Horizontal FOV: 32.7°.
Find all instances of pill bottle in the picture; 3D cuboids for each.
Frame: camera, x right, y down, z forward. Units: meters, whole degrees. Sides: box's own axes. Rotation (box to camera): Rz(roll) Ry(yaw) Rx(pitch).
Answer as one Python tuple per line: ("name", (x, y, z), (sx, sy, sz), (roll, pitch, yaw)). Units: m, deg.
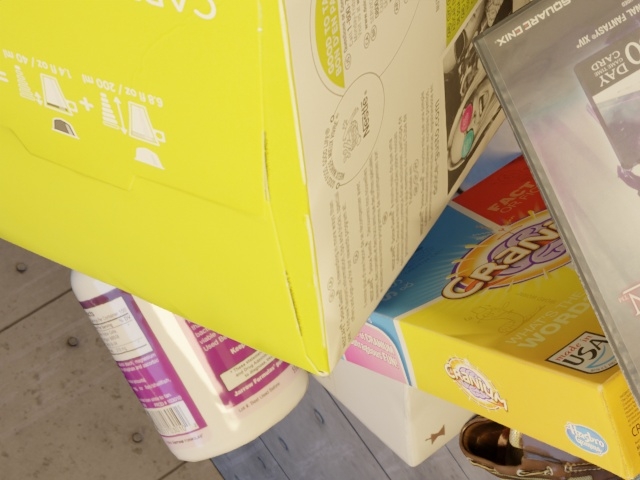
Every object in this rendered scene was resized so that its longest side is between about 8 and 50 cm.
("pill bottle", (-0.151, 0.061, 1.127), (0.301, 0.169, 0.169), (61, 157, -10))

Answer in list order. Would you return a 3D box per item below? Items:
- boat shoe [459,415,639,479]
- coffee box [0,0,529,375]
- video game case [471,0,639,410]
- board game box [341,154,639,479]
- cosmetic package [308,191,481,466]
("boat shoe", (0.216, 0.185, 1.002), (0.095, 0.095, 0.257), (23, 154, -18))
("coffee box", (-0.071, -0.179, 0.738), (0.338, 0.334, 0.338), (21, 143, 22))
("video game case", (0.212, -0.048, 0.565), (0.026, 0.196, 0.274), (26, -140, -54))
("board game box", (0.171, 0.028, 0.758), (0.316, 0.242, 0.064), (13, 130, 59))
("cosmetic package", (0.000, 0.000, 1.169), (0.453, 0.161, 0.230), (40, 152, 36))
